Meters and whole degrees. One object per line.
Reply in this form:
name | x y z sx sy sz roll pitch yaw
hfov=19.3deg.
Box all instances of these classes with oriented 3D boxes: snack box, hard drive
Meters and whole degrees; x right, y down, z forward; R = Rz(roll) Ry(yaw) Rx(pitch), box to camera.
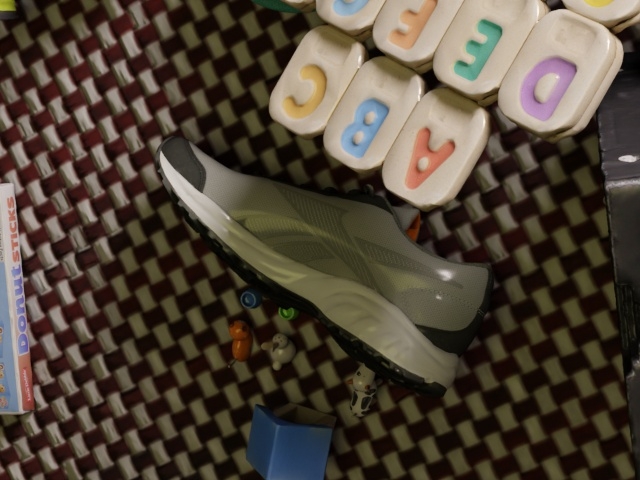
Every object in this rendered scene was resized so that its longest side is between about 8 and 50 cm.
snack box | -0.260 0.046 1.451 0.064 0.022 0.178 -2 97 22
hard drive | 0.198 0.034 1.073 0.064 0.339 0.237 -6 104 8

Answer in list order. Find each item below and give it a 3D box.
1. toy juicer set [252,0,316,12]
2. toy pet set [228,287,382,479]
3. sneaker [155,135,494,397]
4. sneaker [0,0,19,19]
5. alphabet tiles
toy juicer set | 0.001 -0.255 1.274 0.329 0.089 0.209 20 86 17
toy pet set | -0.023 0.107 1.339 0.122 0.065 0.114 16 104 20
sneaker | 0.000 0.000 1.309 0.271 0.100 0.108 33 82 19
sneaker | -0.344 -0.259 1.407 0.300 0.111 0.121 21 95 13
alphabet tiles | 0.081 -0.167 1.115 0.284 0.021 0.278 34 95 43
